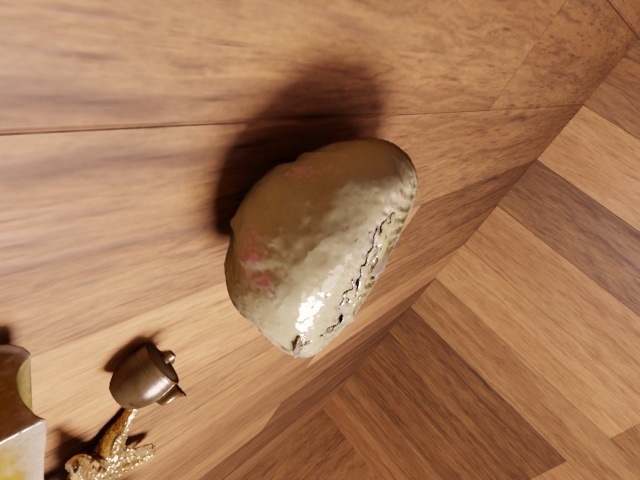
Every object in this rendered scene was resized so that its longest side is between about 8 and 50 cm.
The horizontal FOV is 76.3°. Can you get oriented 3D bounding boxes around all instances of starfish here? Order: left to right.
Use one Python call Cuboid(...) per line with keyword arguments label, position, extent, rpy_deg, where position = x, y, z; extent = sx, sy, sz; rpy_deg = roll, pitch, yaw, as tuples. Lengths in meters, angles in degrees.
Cuboid(label="starfish", position=(-0.342, 0.361, 0.597), extent=(0.302, 0.060, 0.299), rpy_deg=(-69, 169, 22))

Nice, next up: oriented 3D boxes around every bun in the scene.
Cuboid(label="bun", position=(0.001, -0.003, 0.464), extent=(0.273, 0.168, 0.273), rpy_deg=(-50, 162, -23))

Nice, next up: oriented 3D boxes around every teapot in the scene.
Cuboid(label="teapot", position=(-0.213, 0.178, 0.528), extent=(0.080, 0.085, 0.110), rpy_deg=(-38, 178, -13))

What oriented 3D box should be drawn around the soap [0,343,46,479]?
Cuboid(label="soap", position=(-0.353, 0.239, 0.311), extent=(0.259, 0.143, 0.281), rpy_deg=(-24, 145, -48))
